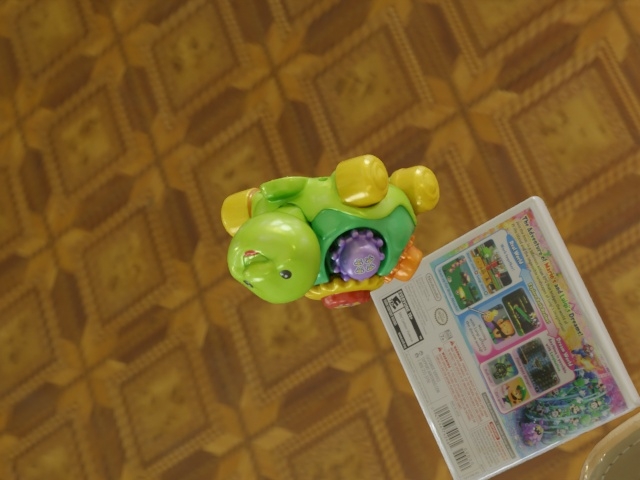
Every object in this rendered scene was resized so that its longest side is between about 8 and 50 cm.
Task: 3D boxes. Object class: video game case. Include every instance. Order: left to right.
[{"bbox_3d":[0.123,0.071,1.033,0.143,0.019,0.157,-31,75,25],"label":"video game case"}]

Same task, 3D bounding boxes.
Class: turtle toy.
[{"bbox_3d":[0.000,0.000,0.749,0.095,0.130,0.066,-15,79,32],"label":"turtle toy"}]

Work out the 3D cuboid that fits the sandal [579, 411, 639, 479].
[{"bbox_3d":[0.202,0.061,0.675,0.079,0.240,0.088,-126,29,-48],"label":"sandal"}]
